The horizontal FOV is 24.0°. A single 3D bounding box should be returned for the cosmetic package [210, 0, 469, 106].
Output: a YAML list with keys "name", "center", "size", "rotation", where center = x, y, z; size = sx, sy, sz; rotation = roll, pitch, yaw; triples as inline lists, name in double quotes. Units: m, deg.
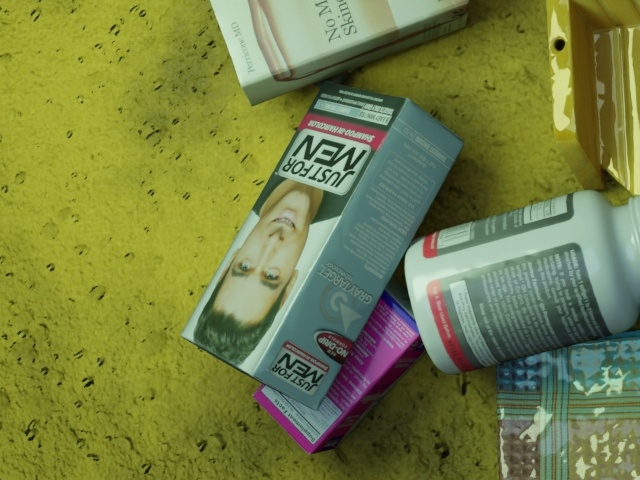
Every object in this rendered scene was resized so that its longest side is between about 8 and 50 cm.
- name: "cosmetic package"
  center: [0.021, -0.293, 1.863]
  size: [0.296, 0.129, 0.153]
  rotation: [-22, 83, 1]

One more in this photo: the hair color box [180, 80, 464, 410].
- name: "hair color box"
  center: [0.000, 0.000, 1.842]
  size: [0.185, 0.114, 0.374]
  rotation: [20, 80, 55]

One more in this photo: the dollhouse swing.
- name: "dollhouse swing"
  center: [0.407, -0.226, 1.671]
  size: [0.347, 0.305, 0.315]
  rotation: [-5, 82, 27]

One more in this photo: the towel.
- name: "towel"
  center: [0.391, 0.235, 1.789]
  size: [0.370, 0.040, 0.271]
  rotation: [-6, 69, 18]

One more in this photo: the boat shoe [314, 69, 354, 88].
- name: "boat shoe"
  center: [-0.058, -0.265, 1.972]
  size: [0.223, 0.080, 0.073]
  rotation: [32, 92, 12]

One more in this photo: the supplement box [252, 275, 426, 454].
- name: "supplement box"
  center: [0.036, 0.154, 1.906]
  size: [0.114, 0.111, 0.220]
  rotation: [46, 102, 15]

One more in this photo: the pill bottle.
- name: "pill bottle"
  center: [0.276, 0.041, 1.798]
  size: [0.319, 0.176, 0.176]
  rotation: [-16, 83, 17]
